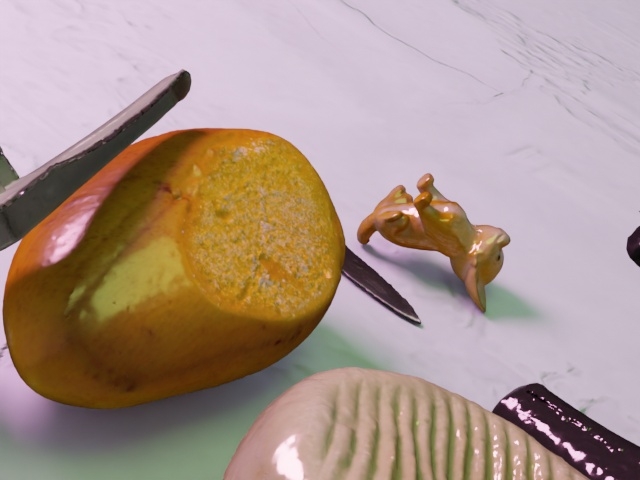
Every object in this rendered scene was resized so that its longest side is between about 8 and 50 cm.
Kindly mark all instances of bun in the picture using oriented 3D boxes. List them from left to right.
[{"bbox_3d":[0.044,0.157,0.597,0.222,0.127,0.222,27,28,-16],"label":"bun"}]

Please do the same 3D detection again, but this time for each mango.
[{"bbox_3d":[-0.079,0.021,0.764,0.141,0.102,0.217,48,39,1],"label":"mango"}]

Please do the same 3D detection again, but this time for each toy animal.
[{"bbox_3d":[0.073,0.005,0.917,0.083,0.081,0.060,51,19,-16],"label":"toy animal"}]

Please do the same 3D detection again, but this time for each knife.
[{"bbox_3d":[0.000,0.000,0.913,0.170,0.010,0.023,40,44,27],"label":"knife"}]

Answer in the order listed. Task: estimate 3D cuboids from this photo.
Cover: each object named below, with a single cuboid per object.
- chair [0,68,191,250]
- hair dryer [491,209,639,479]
[{"bbox_3d":[-0.226,-0.063,0.686,0.203,0.190,0.274,-16,23,28],"label":"chair"},{"bbox_3d":[0.151,0.076,0.654,0.091,0.271,0.235,-30,43,-20],"label":"hair dryer"}]
